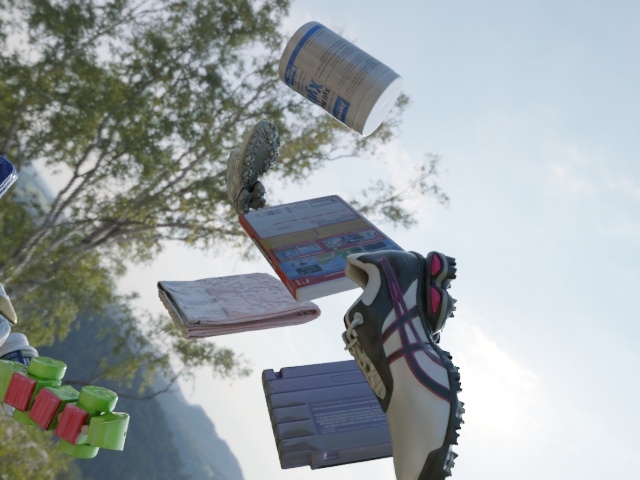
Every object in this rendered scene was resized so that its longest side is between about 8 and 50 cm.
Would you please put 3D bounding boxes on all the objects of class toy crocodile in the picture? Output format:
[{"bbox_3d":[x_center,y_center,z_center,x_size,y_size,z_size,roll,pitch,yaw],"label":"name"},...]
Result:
[{"bbox_3d":[-0.478,0.295,1.019,0.340,0.115,0.105,19,-5,23],"label":"toy crocodile"}]

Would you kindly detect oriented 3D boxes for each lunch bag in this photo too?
[{"bbox_3d":[-0.635,-0.119,1.083,0.067,0.098,0.065,36,-16,-11],"label":"lunch bag"}]

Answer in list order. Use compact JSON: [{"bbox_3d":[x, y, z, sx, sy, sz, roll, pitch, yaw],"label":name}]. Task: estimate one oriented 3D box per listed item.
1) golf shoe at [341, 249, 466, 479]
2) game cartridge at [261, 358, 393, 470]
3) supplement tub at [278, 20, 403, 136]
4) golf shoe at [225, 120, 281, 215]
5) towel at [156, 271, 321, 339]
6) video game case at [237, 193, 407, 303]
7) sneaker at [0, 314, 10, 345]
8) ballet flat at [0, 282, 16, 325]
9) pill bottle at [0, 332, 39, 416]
[{"bbox_3d":[0.075,0.124,0.569,0.105,0.120,0.273,102,-4,-47],"label":"golf shoe"},{"bbox_3d":[0.071,0.342,1.159,0.230,0.354,0.068,-112,-156,-50],"label":"game cartridge"},{"bbox_3d":[0.019,-0.159,0.558,0.107,0.071,0.071,37,-26,12],"label":"supplement tub"},{"bbox_3d":[-0.117,-0.122,0.870,0.086,0.069,0.176,50,-41,25],"label":"golf shoe"},{"bbox_3d":[-0.208,0.142,1.365,0.331,0.316,0.054,25,-65,60],"label":"towel"},{"bbox_3d":[0.000,0.000,0.952,0.285,0.203,0.025,-134,-142,-53],"label":"video game case"},{"bbox_3d":[-0.555,0.123,0.817,0.232,0.115,0.090,29,8,26],"label":"sneaker"},{"bbox_3d":[-0.797,0.108,1.335,0.080,0.073,0.232,-8,-47,48],"label":"ballet flat"},{"bbox_3d":[-0.665,0.290,1.250,0.169,0.094,0.094,54,-20,31],"label":"pill bottle"}]
